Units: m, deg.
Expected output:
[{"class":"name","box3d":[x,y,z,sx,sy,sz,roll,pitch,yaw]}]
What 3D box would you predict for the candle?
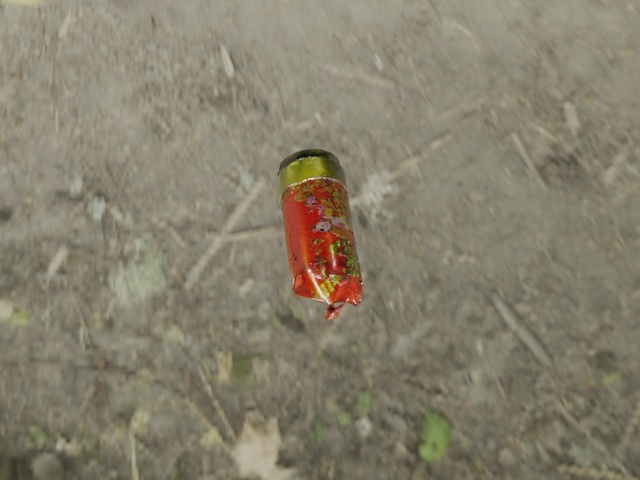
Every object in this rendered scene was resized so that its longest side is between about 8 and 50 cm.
[{"class":"candle","box3d":[0.000,0.000,1.180,0.052,0.130,0.052,-6,143,-4]}]
